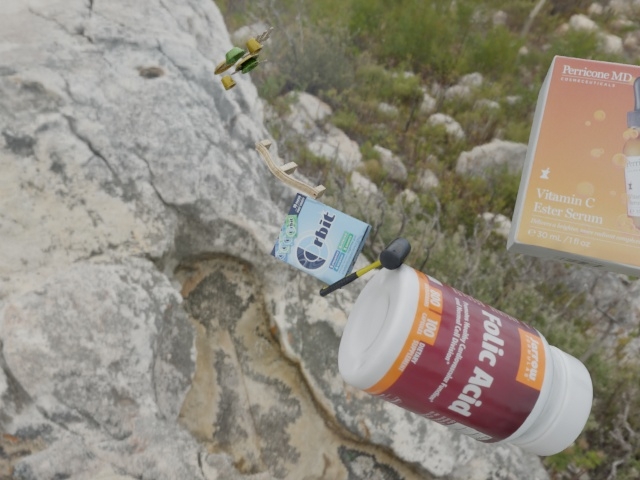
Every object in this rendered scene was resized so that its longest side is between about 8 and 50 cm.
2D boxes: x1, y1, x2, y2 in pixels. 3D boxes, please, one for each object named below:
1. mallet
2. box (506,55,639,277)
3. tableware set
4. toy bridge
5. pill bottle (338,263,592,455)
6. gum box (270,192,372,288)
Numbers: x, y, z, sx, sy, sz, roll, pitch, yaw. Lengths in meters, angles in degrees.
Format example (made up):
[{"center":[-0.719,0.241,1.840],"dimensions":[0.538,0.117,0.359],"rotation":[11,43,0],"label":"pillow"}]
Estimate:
[{"center":[0.067,0.056,1.029],"dimensions":[0.039,0.190,0.062],"rotation":[56,27,-3],"label":"mallet"},{"center":[0.253,-0.063,0.554],"dimensions":[0.130,0.091,0.170],"rotation":[12,88,14],"label":"box"},{"center":[-0.128,-0.283,0.987],"dimensions":[0.104,0.154,0.024],"rotation":[-36,96,-22],"label":"tableware set"},{"center":[-0.076,-0.155,1.347],"dimensions":[0.188,0.026,0.063],"rotation":[41,35,12],"label":"toy bridge"},{"center":[0.249,0.214,1.057],"dimensions":[0.392,0.224,0.224],"rotation":[25,43,-13],"label":"pill bottle"},{"center":[0.000,0.000,1.377],"dimensions":[0.184,0.157,0.041],"rotation":[25,6,18],"label":"gum box"}]
